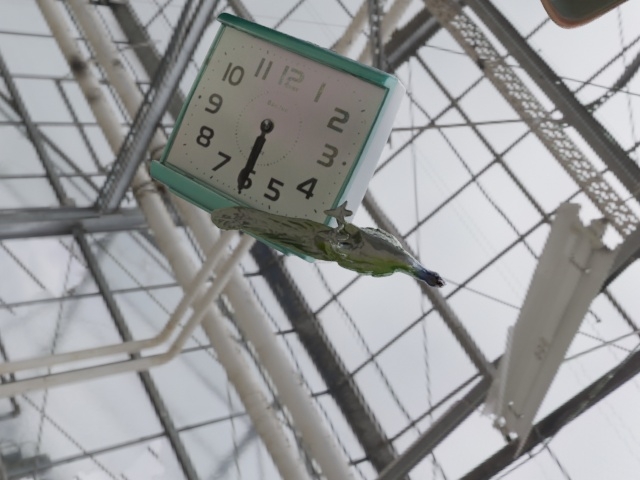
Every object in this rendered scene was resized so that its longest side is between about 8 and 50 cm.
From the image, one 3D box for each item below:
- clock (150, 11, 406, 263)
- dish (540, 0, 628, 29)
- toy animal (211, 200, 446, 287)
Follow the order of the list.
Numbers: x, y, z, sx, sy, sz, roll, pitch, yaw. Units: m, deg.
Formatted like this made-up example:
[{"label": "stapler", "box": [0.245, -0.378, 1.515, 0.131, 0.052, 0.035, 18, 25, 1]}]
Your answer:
[{"label": "clock", "box": [-0.046, -0.120, 1.034, 0.262, 0.116, 0.231, 27, -85, 29]}, {"label": "dish", "box": [0.165, -0.254, 0.511, 0.151, 0.077, 0.212, -26, -67, 12]}, {"label": "toy animal", "box": [-0.001, -0.006, 0.703, 0.216, 0.075, 0.041, 16, -108, 15]}]
